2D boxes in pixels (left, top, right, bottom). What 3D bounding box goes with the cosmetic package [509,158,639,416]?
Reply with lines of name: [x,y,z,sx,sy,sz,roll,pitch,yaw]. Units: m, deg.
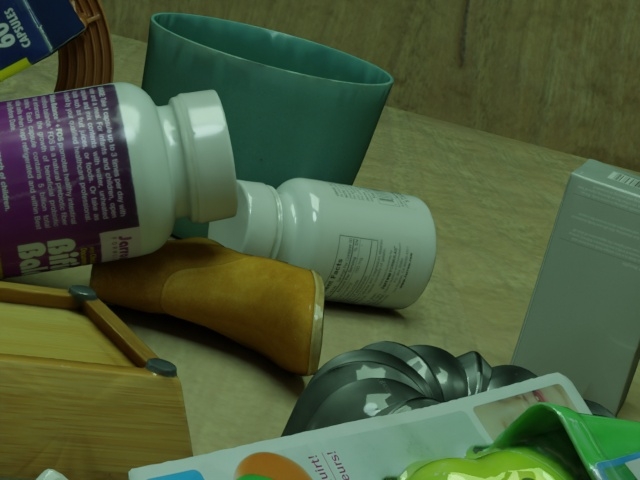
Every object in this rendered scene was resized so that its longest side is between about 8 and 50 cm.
cosmetic package: [0.290,0.051,2.045,0.127,0.238,0.107,21,17,13]

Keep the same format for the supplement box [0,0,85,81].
supplement box: [-0.444,-0.201,1.950,0.356,0.194,0.195,-27,10,9]

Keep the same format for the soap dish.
soap dish: [-0.257,0.105,1.462,0.290,0.118,0.229,9,14,-30]

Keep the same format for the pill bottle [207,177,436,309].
pill bottle: [0.000,0.000,2.155,0.229,0.131,0.131,8,15,-28]

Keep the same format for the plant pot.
plant pot: [-0.084,-0.115,2.311,0.293,0.235,0.293,14,14,-4]

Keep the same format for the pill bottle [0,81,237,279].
pill bottle: [-0.236,-0.058,1.855,0.301,0.169,0.169,-10,18,-8]

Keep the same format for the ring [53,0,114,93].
ring: [-0.387,-0.193,2.084,0.336,0.337,0.032,15,20,-1]

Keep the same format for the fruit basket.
fruit basket: [0.104,0.226,1.087,0.353,0.165,0.327,-2,55,-46]

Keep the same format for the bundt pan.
bundt pan: [0.121,0.176,1.585,0.330,0.124,0.331,14,13,-3]

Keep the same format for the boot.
boot: [-0.117,0.058,1.893,0.211,0.104,0.295,6,10,-14]

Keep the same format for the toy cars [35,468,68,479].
toy cars: [-0.027,0.244,1.199,0.393,0.087,0.176,8,52,-24]
